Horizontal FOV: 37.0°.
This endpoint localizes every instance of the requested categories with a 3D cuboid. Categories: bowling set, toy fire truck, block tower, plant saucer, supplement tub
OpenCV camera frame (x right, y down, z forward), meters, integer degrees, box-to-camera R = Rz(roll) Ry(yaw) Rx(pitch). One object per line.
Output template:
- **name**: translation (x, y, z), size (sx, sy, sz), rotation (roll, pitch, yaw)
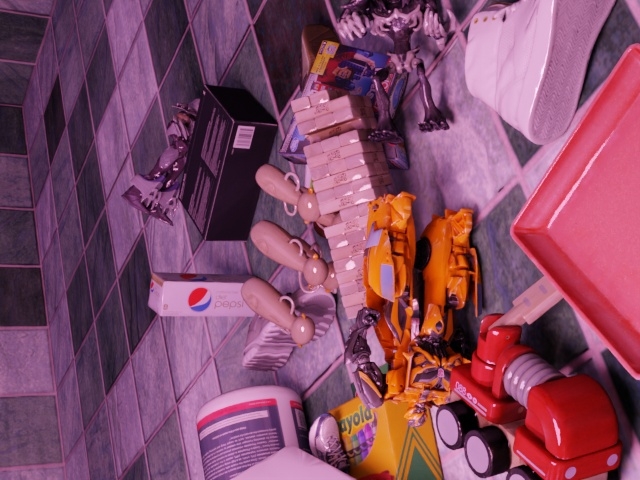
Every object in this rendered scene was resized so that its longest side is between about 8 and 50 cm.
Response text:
- **bowling set**: translation (0.000, 0.000, 1.505), size (0.154, 0.199, 0.287), rotation (35, 133, 32)
- **toy fire truck**: translation (0.257, 0.150, 1.083), size (0.217, 0.158, 0.246), rotation (39, 132, 56)
- **block tower**: translation (0.054, -0.050, 1.371), size (0.090, 0.097, 0.336), rotation (-16, 90, 26)
- **plant saucer**: translation (0.341, -0.032, 0.990), size (0.259, 0.047, 0.258), rotation (-62, 38, 26)
- **supplement tub**: translation (-0.102, 0.400, 1.628), size (0.191, 0.191, 0.272), rotation (-47, 49, 49)

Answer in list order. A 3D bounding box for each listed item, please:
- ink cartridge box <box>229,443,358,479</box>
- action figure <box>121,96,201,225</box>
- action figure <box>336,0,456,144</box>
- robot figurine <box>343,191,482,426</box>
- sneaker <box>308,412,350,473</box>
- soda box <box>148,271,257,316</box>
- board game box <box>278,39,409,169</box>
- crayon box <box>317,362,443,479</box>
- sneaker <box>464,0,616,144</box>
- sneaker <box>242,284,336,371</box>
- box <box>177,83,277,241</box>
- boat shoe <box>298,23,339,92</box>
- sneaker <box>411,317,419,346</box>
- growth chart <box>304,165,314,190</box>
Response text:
- **ink cartridge box**: translation (0.043, 0.480, 1.238), size (0.394, 0.166, 0.286), rotation (15, 121, 47)
- **action figure**: translation (-0.304, -0.183, 2.042), size (0.099, 0.185, 0.285), rotation (27, 89, 21)
- **action figure**: translation (0.112, -0.283, 1.336), size (0.141, 0.164, 0.276), rotation (37, -135, -80)
- **robot figurine**: translation (0.130, 0.092, 1.236), size (0.085, 0.211, 0.291), rotation (-25, 60, 54)
- **sneaker**: translation (0.020, 0.321, 1.407), size (0.058, 0.052, 0.135), rotation (7, 102, 51)
- **soda box**: translation (-0.212, 0.103, 1.819), size (0.074, 0.216, 0.069), rotation (24, 109, 59)
- **board game box**: translation (0.060, -0.187, 1.459), size (0.194, 0.060, 0.194), rotation (21, 87, 26)
- **crayon box**: translation (0.089, 0.340, 1.407), size (0.202, 0.081, 0.319), rotation (-42, 52, 53)
- **sneaker**: translation (0.252, -0.281, 1.132), size (0.169, 0.108, 0.293), rotation (46, 128, 48)
- **sneaker**: translation (-0.070, 0.132, 1.681), size (0.281, 0.105, 0.115), rotation (-42, 45, 48)
- **box**: translation (-0.191, -0.155, 1.918), size (0.184, 0.103, 0.261), rotation (49, 130, 48)
- **boat shoe**: translation (0.004, -0.265, 1.607), size (0.073, 0.080, 0.224), rotation (105, 160, -55)
- **sneaker**: translation (0.130, 0.133, 1.357), size (0.134, 0.070, 0.051), rotation (-11, 78, 59)
- **growth chart**: translation (0.030, -0.132, 1.607), size (0.237, 0.021, 0.172), rotation (-9, 82, 61)
